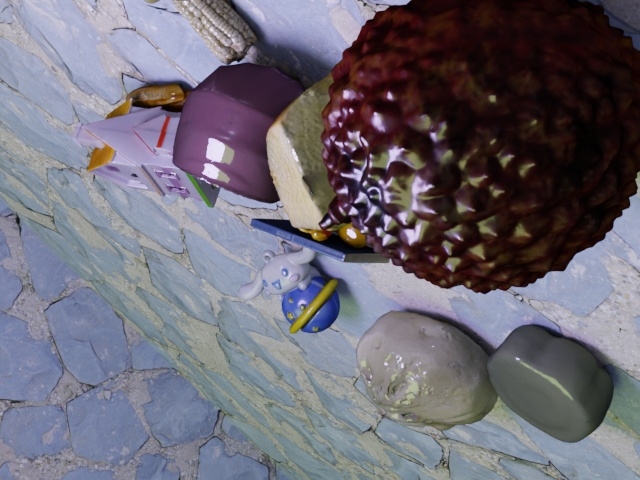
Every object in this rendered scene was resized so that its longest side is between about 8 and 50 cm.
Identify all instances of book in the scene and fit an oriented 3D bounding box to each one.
[{"bbox_3d":[0.000,0.000,1.917,0.269,0.025,0.191,21,-169,33],"label":"book"}]

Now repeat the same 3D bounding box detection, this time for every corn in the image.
[{"bbox_3d":[-0.211,-0.416,1.566,0.211,0.087,0.087,45,154,-9],"label":"corn"}]

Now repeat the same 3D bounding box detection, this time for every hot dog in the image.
[{"bbox_3d":[-0.357,-0.319,1.943,0.235,0.062,0.092,6,153,42],"label":"hot dog"}]

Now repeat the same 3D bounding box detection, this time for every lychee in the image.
[{"bbox_3d":[0.191,-0.129,1.147,0.500,0.424,0.424,-21,122,29],"label":"lychee"}]

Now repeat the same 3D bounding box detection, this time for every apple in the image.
[{"bbox_3d":[0.087,-0.142,1.412,0.252,0.309,0.314,52,161,34],"label":"apple"}]

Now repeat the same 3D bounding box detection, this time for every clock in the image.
[{"bbox_3d":[-0.396,-0.208,1.950,0.309,0.166,0.235,9,160,13],"label":"clock"}]

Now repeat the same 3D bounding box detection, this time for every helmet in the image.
[{"bbox_3d":[-0.122,-0.227,1.577,0.271,0.338,0.197,24,124,11],"label":"helmet"}]

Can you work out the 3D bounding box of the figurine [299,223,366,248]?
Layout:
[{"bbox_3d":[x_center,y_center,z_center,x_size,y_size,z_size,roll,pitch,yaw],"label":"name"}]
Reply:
[{"bbox_3d":[0.024,-0.034,1.849,0.176,0.122,0.121,28,134,12],"label":"figurine"}]

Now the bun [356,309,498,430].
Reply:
[{"bbox_3d":[0.259,0.329,2.039,0.362,0.234,0.326,43,150,-26],"label":"bun"}]

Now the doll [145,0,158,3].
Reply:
[{"bbox_3d":[-0.204,-0.490,1.330,0.161,0.177,0.261,39,150,-2],"label":"doll"}]

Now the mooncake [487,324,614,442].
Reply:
[{"bbox_3d":[0.483,0.296,1.799,0.275,0.135,0.275,33,154,19],"label":"mooncake"}]

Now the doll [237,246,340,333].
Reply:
[{"bbox_3d":[-0.035,0.102,2.170,0.242,0.159,0.311,46,133,12],"label":"doll"}]
